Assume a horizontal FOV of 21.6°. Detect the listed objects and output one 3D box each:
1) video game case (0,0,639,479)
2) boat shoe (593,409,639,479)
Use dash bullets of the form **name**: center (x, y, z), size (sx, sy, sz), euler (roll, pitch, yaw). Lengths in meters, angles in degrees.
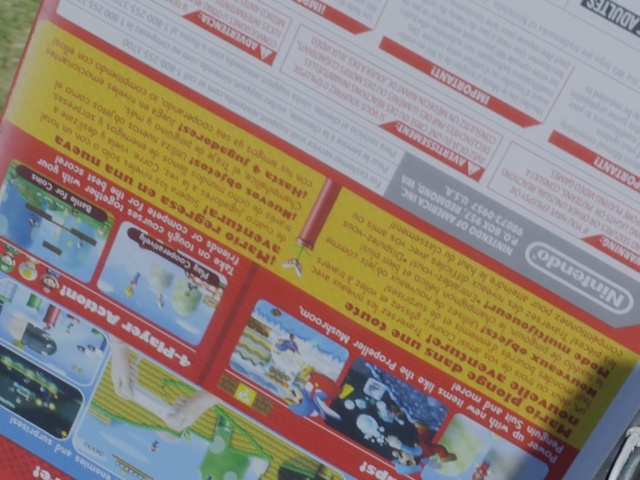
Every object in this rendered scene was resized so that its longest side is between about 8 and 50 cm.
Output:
- **video game case**: center (0.000, 0.000, 0.486), size (0.204, 0.025, 0.285), euler (30, 121, 6)
- **boat shoe**: center (0.228, 0.078, 1.049), size (0.105, 0.113, 0.306), euler (30, 67, 37)
